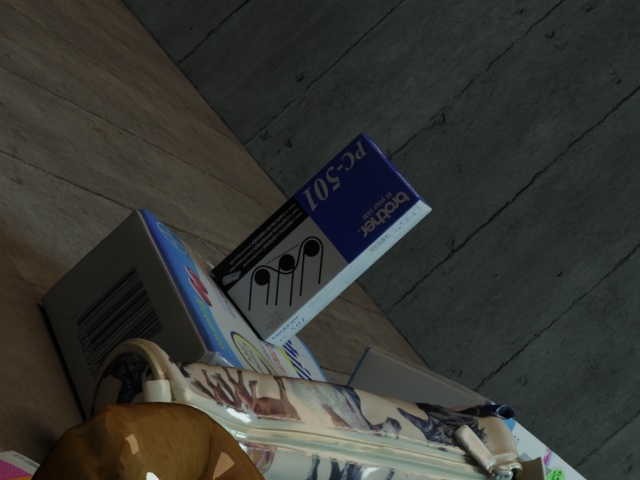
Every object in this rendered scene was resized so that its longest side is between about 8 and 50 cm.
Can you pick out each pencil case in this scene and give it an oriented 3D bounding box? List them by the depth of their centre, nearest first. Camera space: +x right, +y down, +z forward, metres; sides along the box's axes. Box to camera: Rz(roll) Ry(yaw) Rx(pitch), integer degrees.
[{"bbox_3d":[-0.009,0.192,1.557,0.410,0.183,0.160,13,55,-32],"label":"pencil case"}]

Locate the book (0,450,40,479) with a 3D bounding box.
[{"bbox_3d":[-0.216,0.185,1.301,0.096,0.035,0.144,27,3,13],"label":"book"}]

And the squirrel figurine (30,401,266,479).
[{"bbox_3d":[-0.045,0.303,0.873,0.370,0.281,0.397,56,11,13],"label":"squirrel figurine"}]

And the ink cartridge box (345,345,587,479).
[{"bbox_3d":[0.144,0.287,2.106,0.197,0.198,0.270,22,-11,40],"label":"ink cartridge box"}]

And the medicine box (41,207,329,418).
[{"bbox_3d":[-0.105,0.153,1.765,0.289,0.149,0.263,41,10,-37],"label":"medicine box"}]

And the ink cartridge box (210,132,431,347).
[{"bbox_3d":[0.000,0.000,1.768,0.097,0.207,0.046,50,8,22],"label":"ink cartridge box"}]
